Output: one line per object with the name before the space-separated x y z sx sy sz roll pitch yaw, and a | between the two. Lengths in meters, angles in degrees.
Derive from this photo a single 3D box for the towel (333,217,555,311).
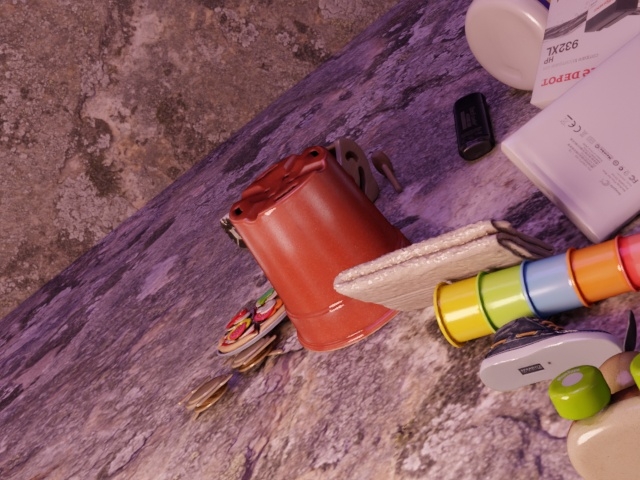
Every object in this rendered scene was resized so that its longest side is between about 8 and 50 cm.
towel | 0.177 0.040 1.191 0.282 0.187 0.049 -21 64 34

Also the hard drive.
hard drive | 0.446 -0.162 1.194 0.307 0.203 0.040 -38 -22 -4

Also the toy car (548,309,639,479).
toy car | 0.318 0.150 0.794 0.149 0.155 0.188 -23 12 31

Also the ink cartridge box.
ink cartridge box | 0.498 -0.363 1.388 0.223 0.129 0.307 -1 74 57

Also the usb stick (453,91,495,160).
usb stick | 0.318 -0.242 1.733 0.077 0.045 0.278 -22 24 17

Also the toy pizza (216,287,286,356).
toy pizza | -0.123 0.146 1.585 0.201 0.032 0.201 -36 11 8

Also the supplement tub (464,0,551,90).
supplement tub | 0.488 -0.499 1.734 0.331 0.241 0.241 -45 22 -20

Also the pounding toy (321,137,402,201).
pounding toy | 0.067 -0.133 1.743 0.155 0.154 0.269 -17 29 41

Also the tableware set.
tableware set | -0.154 0.242 1.471 0.194 0.039 0.128 -40 9 -25

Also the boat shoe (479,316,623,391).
boat shoe | 0.278 0.123 1.003 0.183 0.065 0.083 -20 28 39

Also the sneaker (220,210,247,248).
sneaker | -0.103 -0.082 1.940 0.330 0.130 0.147 -9 37 51

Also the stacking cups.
stacking cups | 0.304 0.050 1.078 0.316 0.096 0.096 -23 25 29

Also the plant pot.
plant pot | 0.000 0.000 1.416 0.272 0.265 0.272 -31 22 14
